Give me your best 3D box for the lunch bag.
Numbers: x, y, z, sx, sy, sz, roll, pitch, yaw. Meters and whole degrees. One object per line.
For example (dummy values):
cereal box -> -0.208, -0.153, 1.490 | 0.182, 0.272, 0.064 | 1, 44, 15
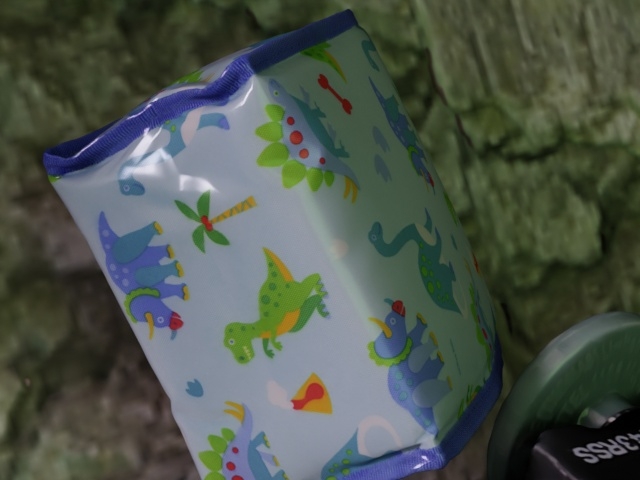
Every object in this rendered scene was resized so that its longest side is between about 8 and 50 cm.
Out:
lunch bag -> 0.000, 0.000, 0.529 | 0.129, 0.096, 0.151 | 65, 28, -7

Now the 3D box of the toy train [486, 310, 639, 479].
toy train -> 0.164, 0.116, 0.574 | 0.334, 0.142, 0.190 | -9, 123, -38
